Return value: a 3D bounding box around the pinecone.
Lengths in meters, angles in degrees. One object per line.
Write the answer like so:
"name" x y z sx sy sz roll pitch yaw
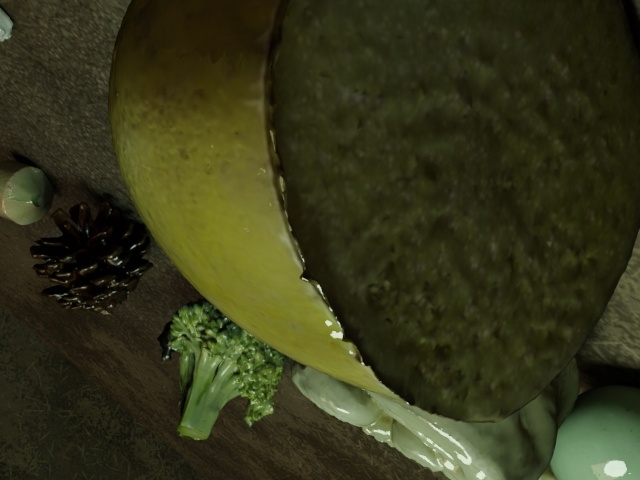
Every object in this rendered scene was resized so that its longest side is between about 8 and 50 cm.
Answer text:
"pinecone" -0.406 0.030 1.924 0.229 0.202 0.201 -19 121 45

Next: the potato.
"potato" 0.023 -0.092 0.870 0.319 0.385 0.442 11 153 43

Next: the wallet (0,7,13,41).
"wallet" -0.531 -0.368 1.592 0.190 0.033 0.095 49 155 -20

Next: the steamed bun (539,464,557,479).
"steamed bun" 0.375 0.446 1.602 0.428 0.189 0.247 47 162 -21

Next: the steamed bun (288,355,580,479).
"steamed bun" 0.145 0.122 1.258 0.343 0.255 0.367 25 -177 -2

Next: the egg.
"egg" 0.357 0.250 1.306 0.149 0.149 0.192 40 157 -3

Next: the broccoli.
"broccoli" -0.190 0.240 1.931 0.247 0.243 0.263 11 152 22

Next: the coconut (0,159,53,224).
"coconut" -0.568 -0.090 2.041 0.122 0.116 0.116 19 150 33
